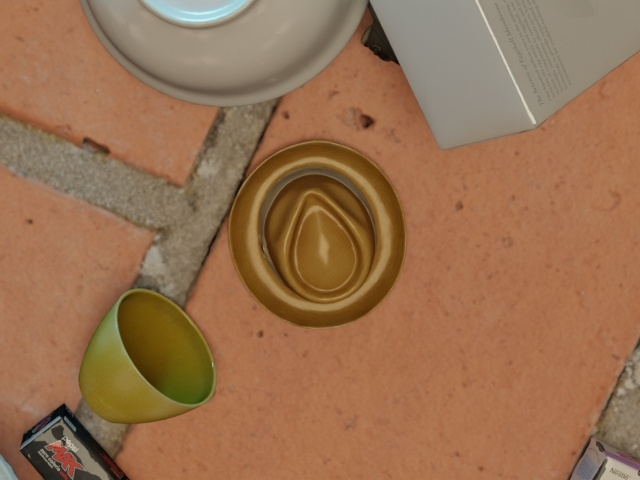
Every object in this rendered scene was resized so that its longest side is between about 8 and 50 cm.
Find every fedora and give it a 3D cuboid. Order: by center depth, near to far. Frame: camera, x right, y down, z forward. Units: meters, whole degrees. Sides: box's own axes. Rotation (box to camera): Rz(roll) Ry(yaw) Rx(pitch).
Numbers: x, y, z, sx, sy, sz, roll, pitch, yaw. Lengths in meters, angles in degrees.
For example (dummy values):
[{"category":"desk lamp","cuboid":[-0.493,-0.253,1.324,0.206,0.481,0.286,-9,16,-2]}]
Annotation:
[{"category":"fedora","cuboid":[0.000,0.000,1.803,0.194,0.079,0.194,-1,100,-5]}]

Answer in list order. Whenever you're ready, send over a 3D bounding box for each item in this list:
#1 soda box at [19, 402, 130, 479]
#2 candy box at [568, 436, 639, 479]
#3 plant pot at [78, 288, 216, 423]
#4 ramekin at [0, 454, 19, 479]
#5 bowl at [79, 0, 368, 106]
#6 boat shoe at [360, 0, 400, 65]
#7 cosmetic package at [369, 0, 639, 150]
[{"category":"soda box","cuboid":[-0.231,0.251,1.845,0.060,0.053,0.169,-38,101,3]},{"category":"candy box","cuboid":[0.317,0.331,1.899,0.165,0.070,0.196,25,98,-9]},{"category":"plant pot","cuboid":[-0.184,0.129,1.799,0.095,0.134,0.134,-36,103,28]},{"category":"ramekin","cuboid":[-0.399,0.288,1.723,0.273,0.273,0.127,13,142,-7]},{"category":"bowl","cuboid":[-0.102,-0.269,1.684,0.298,0.134,0.298,1,96,7]},{"category":"boat shoe","cuboid":[0.072,-0.211,1.773,0.073,0.080,0.223,-24,97,6]},{"category":"cosmetic package","cuboid":[0.175,-0.237,1.693,0.224,0.138,0.224,-35,105,-38]}]
